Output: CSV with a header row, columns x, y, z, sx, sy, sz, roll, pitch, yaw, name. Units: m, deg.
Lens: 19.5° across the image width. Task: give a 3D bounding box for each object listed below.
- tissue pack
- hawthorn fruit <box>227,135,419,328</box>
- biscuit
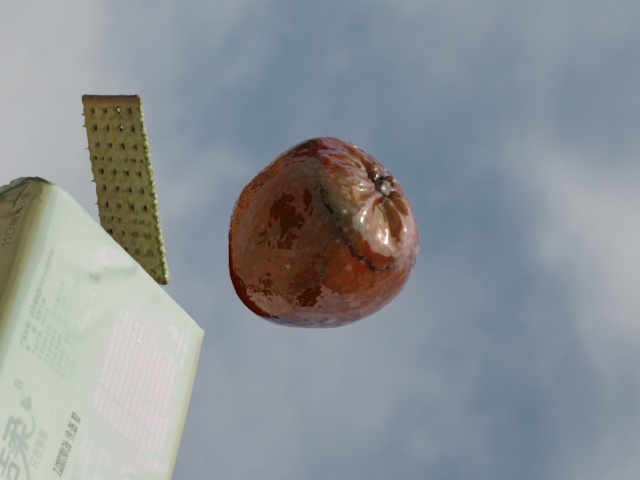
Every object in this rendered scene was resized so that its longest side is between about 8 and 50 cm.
x,y,z,sx,sy,sz,roll,pitch,yaw,name
-0.316,0.194,2.039,0.205,0.332,0.405,-16,-137,32,tissue pack
0.000,0.000,1.636,0.173,0.173,0.173,-29,-134,35,hawthorn fruit
-0.237,-0.063,2.246,0.139,0.016,0.231,6,-71,52,biscuit
